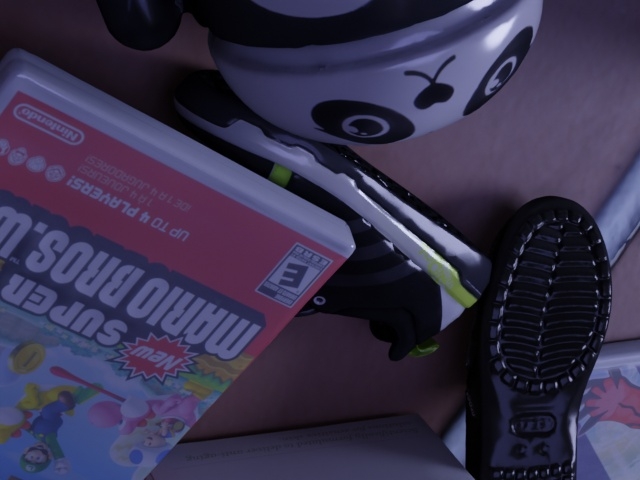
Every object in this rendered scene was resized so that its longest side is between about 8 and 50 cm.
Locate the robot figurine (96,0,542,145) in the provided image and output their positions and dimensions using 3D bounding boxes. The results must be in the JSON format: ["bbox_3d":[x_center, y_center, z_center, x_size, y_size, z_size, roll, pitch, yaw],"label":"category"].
[{"bbox_3d":[0.007,-0.177,0.708,0.173,0.209,0.278,-50,135,-44],"label":"robot figurine"}]

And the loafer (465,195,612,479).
[{"bbox_3d":[0.118,0.080,0.947,0.080,0.078,0.220,8,95,-17],"label":"loafer"}]

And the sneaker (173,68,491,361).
[{"bbox_3d":[0.000,0.000,0.847,0.234,0.084,0.097,35,99,-33],"label":"sneaker"}]

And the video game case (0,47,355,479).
[{"bbox_3d":[-0.147,0.054,0.798,0.204,0.025,0.285,27,118,-31],"label":"video game case"}]

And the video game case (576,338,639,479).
[{"bbox_3d":[0.236,0.148,1.059,0.201,0.023,0.183,-5,116,-21],"label":"video game case"}]

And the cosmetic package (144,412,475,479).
[{"bbox_3d":[-0.013,0.306,0.949,0.196,0.155,0.366,-3,115,-23],"label":"cosmetic package"}]
